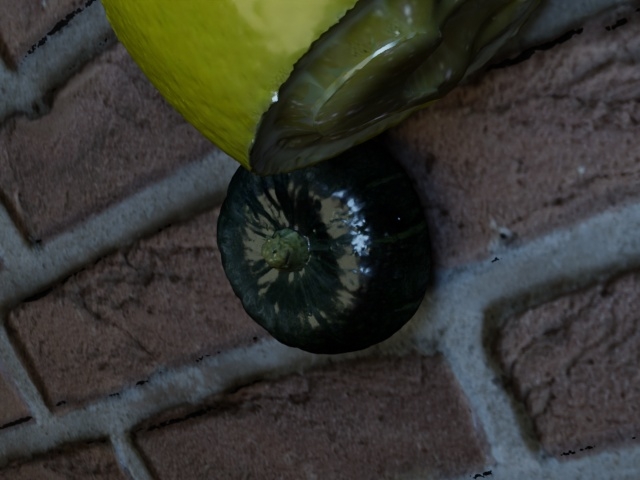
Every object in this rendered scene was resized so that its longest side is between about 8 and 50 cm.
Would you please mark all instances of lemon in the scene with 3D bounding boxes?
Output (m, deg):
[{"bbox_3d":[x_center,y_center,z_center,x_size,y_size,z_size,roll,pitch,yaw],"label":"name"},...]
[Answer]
[{"bbox_3d":[-0.014,-0.246,1.005,0.364,0.364,0.364,25,130,33],"label":"lemon"}]

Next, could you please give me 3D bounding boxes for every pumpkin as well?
[{"bbox_3d":[0.001,0.001,1.288,0.212,0.152,0.211,19,125,30],"label":"pumpkin"}]
